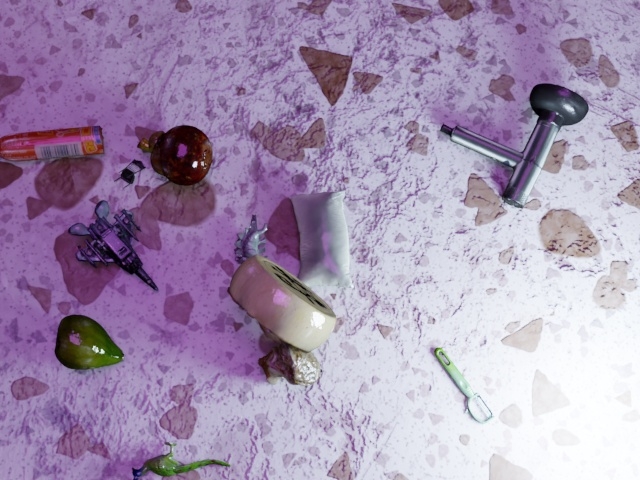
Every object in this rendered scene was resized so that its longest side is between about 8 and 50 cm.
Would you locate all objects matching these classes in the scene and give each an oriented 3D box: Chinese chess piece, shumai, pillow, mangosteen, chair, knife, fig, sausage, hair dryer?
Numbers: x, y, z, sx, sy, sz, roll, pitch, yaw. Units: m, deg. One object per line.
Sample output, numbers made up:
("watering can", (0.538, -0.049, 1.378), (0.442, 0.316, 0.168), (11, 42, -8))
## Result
("Chinese chess piece", (-0.085, 0.141, 1.839), (0.257, 0.257, 0.104), (37, 94, 5))
("shumai", (-0.077, 0.288, 1.883), (0.116, 0.145, 0.145), (-41, 81, 8))
("pillow", (-0.001, 0.001, 1.994), (0.144, 0.078, 0.254), (-5, 74, 4))
("mangosteen", (-0.351, -0.201, 1.990), (0.181, 0.156, 0.145), (-12, 101, 19))
("chair", (-0.469, -0.163, 2.012), (0.037, 0.042, 0.086), (34, 37, 3))
("knife", (0.333, 0.349, 1.960), (0.054, 0.015, 0.212), (-34, 80, -7))
("fig", (-0.516, 0.235, 1.842), (0.156, 0.123, 0.123), (14, 72, -15))
("sausage", (-0.665, -0.232, 1.988), (0.274, 0.074, 0.074), (-7, 74, -8))
("hair dryer", (0.490, -0.287, 2.104), (0.284, 0.156, 0.320), (37, 81, -6))

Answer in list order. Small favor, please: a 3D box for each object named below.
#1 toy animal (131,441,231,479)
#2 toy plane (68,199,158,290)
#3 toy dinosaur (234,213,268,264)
("toy animal", (-0.312, 0.484, 1.830), (0.217, 0.041, 0.075), (-5, 75, -12))
("toy plane", (-0.469, 0.029, 1.927), (0.246, 0.078, 0.169), (45, 73, 7))
("toy dinosaur", (-0.168, 0.036, 1.981), (0.082, 0.039, 0.208), (-2, 75, -8))
